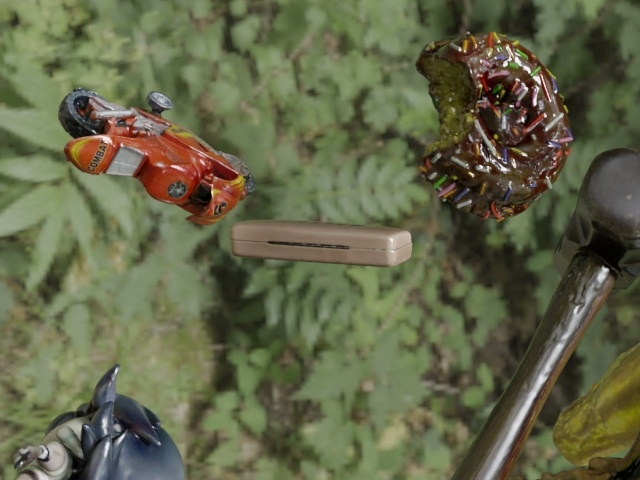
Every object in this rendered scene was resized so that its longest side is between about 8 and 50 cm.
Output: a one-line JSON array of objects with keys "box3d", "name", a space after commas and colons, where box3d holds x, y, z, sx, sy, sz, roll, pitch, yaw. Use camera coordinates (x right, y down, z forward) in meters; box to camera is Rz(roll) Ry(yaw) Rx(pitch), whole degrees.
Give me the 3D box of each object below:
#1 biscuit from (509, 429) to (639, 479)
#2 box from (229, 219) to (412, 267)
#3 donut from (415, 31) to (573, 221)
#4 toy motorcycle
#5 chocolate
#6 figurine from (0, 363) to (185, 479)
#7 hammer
[{"box3d": [0.256, 0.290, 1.504, 0.183, 0.320, 0.047, 54, 21, 25], "name": "biscuit"}, {"box3d": [0.000, 0.000, 1.006, 0.048, 0.115, 0.025, -24, 116, -68], "name": "box"}, {"box3d": [0.209, -0.138, 1.824, 0.216, 0.096, 0.230, 27, 57, -26], "name": "donut"}, {"box3d": [-0.204, -0.108, 2.023, 0.298, 0.089, 0.171, 21, 34, -27], "name": "toy motorcycle"}, {"box3d": [0.486, 0.188, 2.159, 0.162, 0.445, 0.162, 20, 51, -27], "name": "chocolate"}, {"box3d": [-0.227, 0.246, 1.544, 0.197, 0.175, 0.265, 60, 13, -11], "name": "figurine"}, {"box3d": [0.218, 0.118, 1.477, 0.409, 0.095, 0.242, -61, 171, -13], "name": "hammer"}]
